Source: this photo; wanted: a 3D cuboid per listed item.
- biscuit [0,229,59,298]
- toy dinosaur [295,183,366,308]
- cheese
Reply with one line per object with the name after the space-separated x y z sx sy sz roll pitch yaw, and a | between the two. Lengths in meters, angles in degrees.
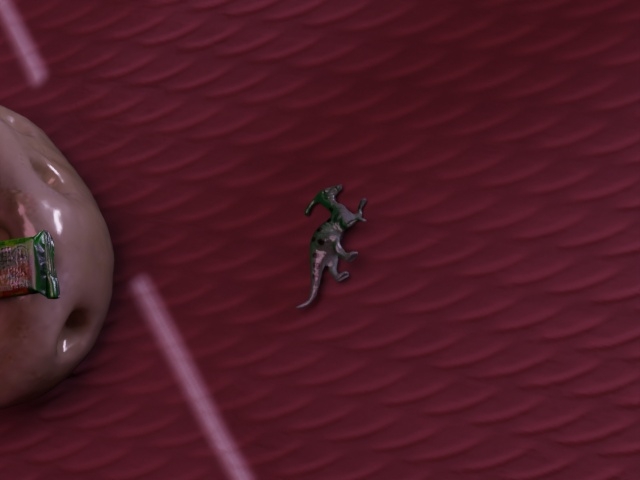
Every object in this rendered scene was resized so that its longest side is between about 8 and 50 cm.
-0.215 0.020 1.308 0.089 0.016 0.046 -7 83 21 | biscuit
0.000 0.000 1.349 0.083 0.021 0.062 -40 58 4 | toy dinosaur
-0.255 0.013 1.397 0.218 0.117 0.235 -21 71 17 | cheese
